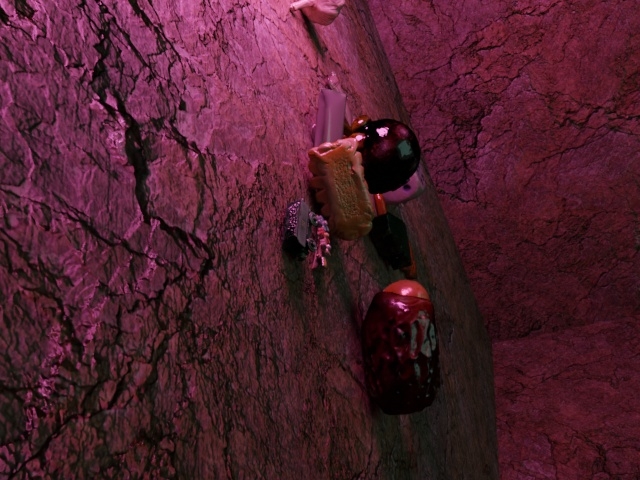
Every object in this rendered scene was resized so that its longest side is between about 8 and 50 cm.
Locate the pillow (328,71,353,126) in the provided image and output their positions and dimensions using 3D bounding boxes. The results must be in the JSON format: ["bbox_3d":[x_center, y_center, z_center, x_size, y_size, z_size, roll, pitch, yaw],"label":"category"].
[{"bbox_3d":[0.084,-0.561,2.187,0.131,0.038,0.233,-74,142,-58],"label":"pillow"}]

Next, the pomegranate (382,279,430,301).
[{"bbox_3d":[0.304,0.232,1.948,0.191,0.191,0.191,48,33,-46],"label":"pomegranate"}]

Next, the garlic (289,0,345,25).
[{"bbox_3d":[-0.035,-0.897,2.019,0.226,0.199,0.199,-31,105,-38],"label":"garlic"}]

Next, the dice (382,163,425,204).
[{"bbox_3d":[0.346,-0.279,2.403,0.194,0.191,0.193,-59,129,-63],"label":"dice"}]

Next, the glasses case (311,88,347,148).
[{"bbox_3d":[0.021,-0.351,1.813,0.128,0.083,0.308,20,68,-41],"label":"glasses case"}]

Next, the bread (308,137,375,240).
[{"bbox_3d":[0.062,-0.152,1.689,0.121,0.172,0.311,179,-102,-72],"label":"bread"}]

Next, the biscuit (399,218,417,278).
[{"bbox_3d":[0.378,0.052,2.435,0.306,0.043,0.284,61,25,-28],"label":"biscuit"}]

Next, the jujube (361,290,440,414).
[{"bbox_3d":[0.250,0.333,1.667,0.258,0.258,0.377,27,51,-61],"label":"jujube"}]

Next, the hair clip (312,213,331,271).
[{"bbox_3d":[0.006,-0.002,1.577,0.062,0.056,0.214,53,30,-41],"label":"hair clip"}]

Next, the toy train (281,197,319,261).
[{"bbox_3d":[-0.056,-0.029,1.441,0.099,0.070,0.172,44,36,-38],"label":"toy train"}]

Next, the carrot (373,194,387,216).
[{"bbox_3d":[0.248,-0.158,2.280,0.048,0.048,0.139,23,51,-62],"label":"carrot"}]

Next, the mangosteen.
[{"bbox_3d":[0.212,-0.323,2.013,0.313,0.297,0.297,55,13,28],"label":"mangosteen"}]

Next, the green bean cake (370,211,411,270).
[{"bbox_3d":[0.272,0.004,2.139,0.208,0.107,0.193,28,52,-59],"label":"green bean cake"}]
